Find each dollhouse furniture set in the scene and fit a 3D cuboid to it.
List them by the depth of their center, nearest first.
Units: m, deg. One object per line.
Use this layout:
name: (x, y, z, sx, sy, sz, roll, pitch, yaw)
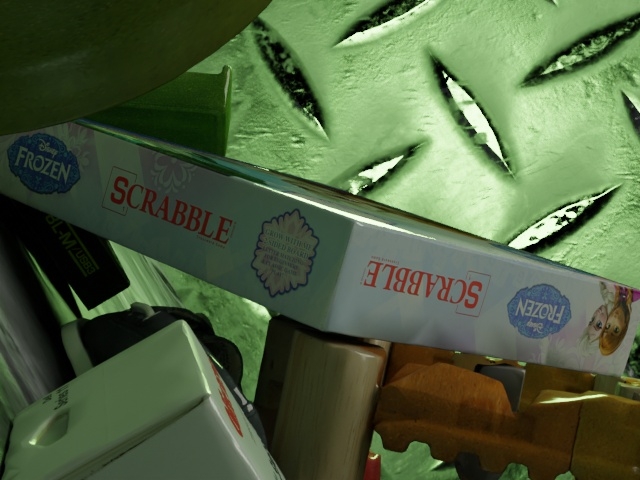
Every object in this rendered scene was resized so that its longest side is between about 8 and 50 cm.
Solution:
dollhouse furniture set: (-0.153, -0.143, 1.331, 0.301, 0.151, 0.198, 101, -8, -68)

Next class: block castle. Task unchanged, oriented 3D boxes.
block castle: (0.099, 0.180, 0.977, 0.453, 0.303, 0.213, 21, 81, -86)

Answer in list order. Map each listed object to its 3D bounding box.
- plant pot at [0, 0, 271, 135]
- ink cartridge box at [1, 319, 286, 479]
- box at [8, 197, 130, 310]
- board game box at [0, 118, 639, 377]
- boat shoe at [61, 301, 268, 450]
plant pot: (-0.100, -0.204, 0.314, 0.366, 0.366, 0.353, 58, -15, 21)
ink cartridge box: (-0.033, 0.147, 0.587, 0.208, 0.086, 0.153, 59, -4, -12)
box: (-0.221, -0.066, 1.102, 0.191, 0.045, 0.184, 53, -9, 50)
board game box: (0.000, 0.000, 0.983, 0.318, 0.066, 0.318, 20, 5, 41)
boat shoe: (-0.082, 0.087, 0.814, 0.114, 0.091, 0.302, 60, -3, -14)
